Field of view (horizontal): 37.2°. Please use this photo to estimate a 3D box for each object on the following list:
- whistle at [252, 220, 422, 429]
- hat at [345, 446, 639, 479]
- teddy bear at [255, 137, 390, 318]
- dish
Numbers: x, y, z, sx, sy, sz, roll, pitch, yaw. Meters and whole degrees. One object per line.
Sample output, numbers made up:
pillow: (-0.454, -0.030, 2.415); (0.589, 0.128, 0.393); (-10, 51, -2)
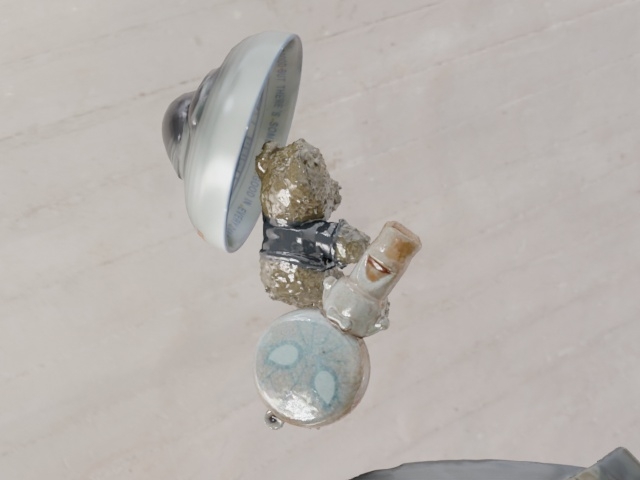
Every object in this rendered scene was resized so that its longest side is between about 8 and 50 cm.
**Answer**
whistle: (0.015, 0.080, 0.847); (0.220, 0.107, 0.057); (-57, 163, 11)
hat: (0.178, 0.256, 0.669); (0.381, 0.366, 0.257); (-21, 80, 1)
teddy bear: (-0.012, 0.013, 1.053); (0.129, 0.182, 0.251); (-40, 124, -36)
dish: (-0.125, -0.134, 1.149); (0.134, 0.273, 0.273); (18, 84, 5)
